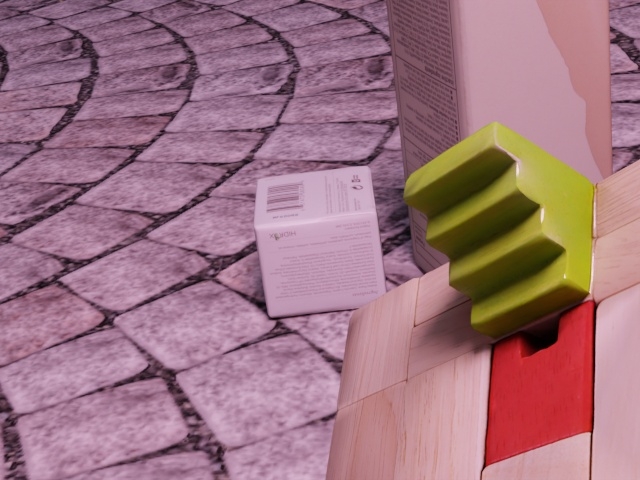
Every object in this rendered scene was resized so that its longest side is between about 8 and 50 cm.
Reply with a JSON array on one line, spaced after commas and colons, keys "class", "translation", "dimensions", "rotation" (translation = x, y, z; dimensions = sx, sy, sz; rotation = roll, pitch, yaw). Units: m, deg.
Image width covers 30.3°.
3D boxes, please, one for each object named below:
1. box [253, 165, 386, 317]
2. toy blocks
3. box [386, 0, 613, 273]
[{"class": "box", "translation": [0.000, 0.000, 0.985], "dimensions": [0.102, 0.087, 0.101], "rotation": [-6, 26, 2]}, {"class": "toy blocks", "translation": [0.116, 0.106, 0.362], "dimensions": [0.381, 0.191, 0.260], "rotation": [-33, 38, 46]}, {"class": "box", "translation": [0.137, -0.108, 0.911], "dimensions": [0.121, 0.311, 0.148], "rotation": [-15, 27, -15]}]
